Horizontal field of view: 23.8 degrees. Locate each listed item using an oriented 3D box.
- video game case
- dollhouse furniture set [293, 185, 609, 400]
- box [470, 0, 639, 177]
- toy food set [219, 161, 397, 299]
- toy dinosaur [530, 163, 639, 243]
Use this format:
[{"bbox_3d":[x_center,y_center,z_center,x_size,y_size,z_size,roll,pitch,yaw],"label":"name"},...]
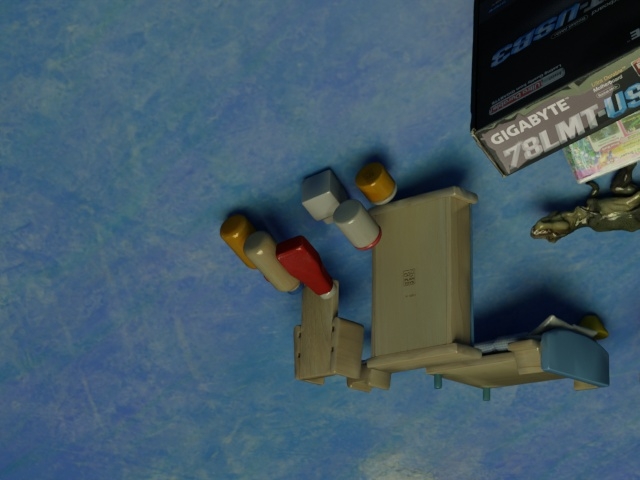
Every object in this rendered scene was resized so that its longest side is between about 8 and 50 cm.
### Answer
[{"bbox_3d":[0.334,-0.156,1.711,0.157,0.019,0.143,-22,102,21],"label":"video game case"},{"bbox_3d":[0.173,0.085,1.903,0.286,0.198,0.303,-14,157,41],"label":"dollhouse furniture set"},{"bbox_3d":[0.291,-0.225,1.522,0.295,0.293,0.073,-28,117,25],"label":"box"},{"bbox_3d":[0.000,0.000,1.838,0.232,0.111,0.104,-23,132,20],"label":"toy food set"},{"bbox_3d":[0.380,-0.052,1.783,0.268,0.064,0.118,-1,129,5],"label":"toy dinosaur"}]
